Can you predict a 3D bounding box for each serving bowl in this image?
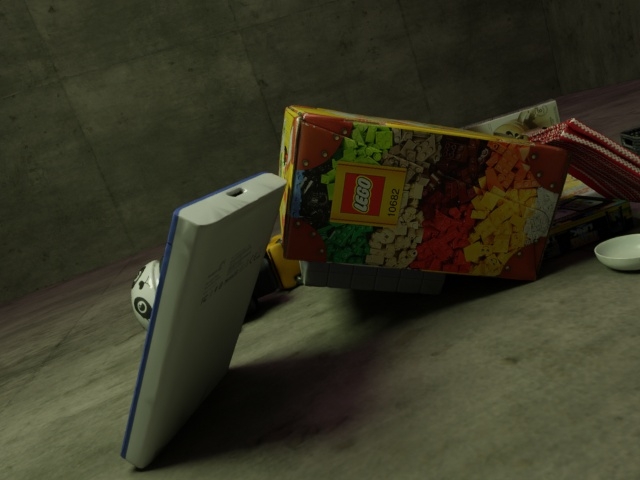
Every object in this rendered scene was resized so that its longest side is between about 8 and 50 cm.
[{"bbox_3d":[0.408,0.019,0.598,0.083,0.027,0.083,-18,13,4],"label":"serving bowl"}]

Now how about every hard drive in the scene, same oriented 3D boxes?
[{"bbox_3d":[-0.137,0.086,0.554,0.040,0.319,0.210,24,24,9],"label":"hard drive"}]

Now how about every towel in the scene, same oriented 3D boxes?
[{"bbox_3d":[0.415,-0.107,0.680,0.031,0.199,0.275,-58,-8,15],"label":"towel"}]

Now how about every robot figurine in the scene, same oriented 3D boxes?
[{"bbox_3d":[-0.231,0.090,0.910,0.278,0.174,0.209,-20,13,-4],"label":"robot figurine"}]

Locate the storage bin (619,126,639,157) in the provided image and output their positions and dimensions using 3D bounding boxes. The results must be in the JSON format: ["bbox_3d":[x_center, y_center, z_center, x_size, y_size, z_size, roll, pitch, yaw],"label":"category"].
[{"bbox_3d":[0.737,-0.204,0.939,0.180,0.084,0.122,-15,13,20],"label":"storage bin"}]

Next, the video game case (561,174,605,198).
[{"bbox_3d":[0.538,-0.121,0.970,0.227,0.026,0.206,-17,18,7],"label":"video game case"}]

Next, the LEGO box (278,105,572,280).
[{"bbox_3d":[0.116,-0.120,0.831,0.372,0.193,0.500,5,17,-7],"label":"LEGO box"}]

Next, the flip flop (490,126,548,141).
[{"bbox_3d":[0.550,-0.231,1.104,0.277,0.080,0.112,14,38,13],"label":"flip flop"}]

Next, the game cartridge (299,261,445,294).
[{"bbox_3d":[0.068,-0.001,0.853,0.230,0.068,0.355,1,18,-8],"label":"game cartridge"}]

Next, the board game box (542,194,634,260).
[{"bbox_3d":[0.391,-0.024,0.763,0.170,0.048,0.141,-19,10,-2],"label":"board game box"}]

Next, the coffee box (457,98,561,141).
[{"bbox_3d":[0.583,-0.308,1.423,0.297,0.168,0.119,-14,13,24],"label":"coffee box"}]

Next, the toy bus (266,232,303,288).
[{"bbox_3d":[0.000,0.000,1.102,0.332,0.108,0.130,-28,15,-35],"label":"toy bus"}]
